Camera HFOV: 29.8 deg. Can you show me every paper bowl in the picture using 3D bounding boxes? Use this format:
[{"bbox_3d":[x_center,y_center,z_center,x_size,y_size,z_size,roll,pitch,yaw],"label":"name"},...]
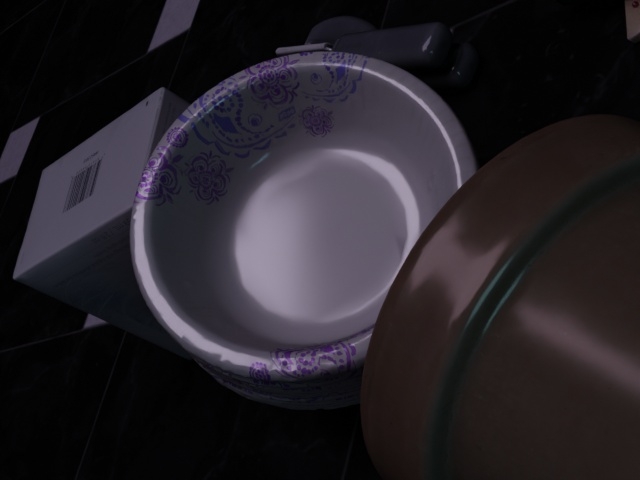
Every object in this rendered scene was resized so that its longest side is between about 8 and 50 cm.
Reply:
[{"bbox_3d":[0.000,0.000,0.989,0.284,0.148,0.284,-6,64,12],"label":"paper bowl"}]

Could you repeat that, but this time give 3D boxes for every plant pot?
[{"bbox_3d":[0.192,0.092,0.643,0.229,0.263,0.263,34,93,41],"label":"plant pot"}]

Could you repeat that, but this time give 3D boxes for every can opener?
[{"bbox_3d":[0.056,-0.201,1.224,0.283,0.076,0.095,6,69,56],"label":"can opener"}]

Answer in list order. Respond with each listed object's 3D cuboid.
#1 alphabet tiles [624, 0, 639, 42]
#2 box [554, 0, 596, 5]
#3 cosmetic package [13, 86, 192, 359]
[{"bbox_3d":[0.370,-0.293,0.907,0.343,0.011,0.285,-30,41,40],"label":"alphabet tiles"},{"bbox_3d":[0.281,-0.286,0.977,0.191,0.045,0.184,9,69,58],"label":"box"},{"bbox_3d":[-0.141,-0.004,1.193,0.224,0.225,0.138,-26,46,44],"label":"cosmetic package"}]
